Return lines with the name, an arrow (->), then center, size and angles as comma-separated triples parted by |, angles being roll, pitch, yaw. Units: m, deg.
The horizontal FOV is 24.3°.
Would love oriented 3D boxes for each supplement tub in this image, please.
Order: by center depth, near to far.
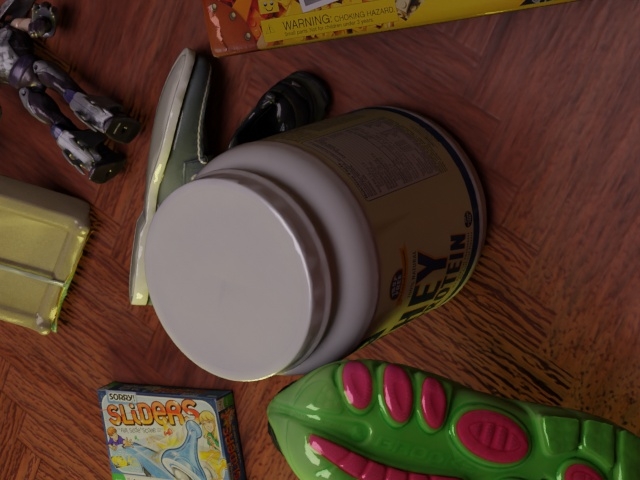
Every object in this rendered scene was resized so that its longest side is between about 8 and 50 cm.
supplement tub -> 0.000, 0.000, 1.517 | 0.235, 0.325, 0.235 | 11, 110, 32

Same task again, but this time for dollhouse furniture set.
dollhouse furniture set -> -0.458, -0.030, 1.951 | 0.302, 0.151, 0.197 | 18, 120, -14

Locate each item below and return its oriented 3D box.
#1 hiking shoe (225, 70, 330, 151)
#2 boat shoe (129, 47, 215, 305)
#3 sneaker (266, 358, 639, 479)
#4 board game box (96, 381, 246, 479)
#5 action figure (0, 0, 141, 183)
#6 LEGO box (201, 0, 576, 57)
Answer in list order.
hiking shoe -> -0.076, -0.085, 1.676 | 0.086, 0.114, 0.227 | 34, 120, 23
boat shoe -> -0.158, -0.070, 1.771 | 0.099, 0.116, 0.319 | 9, 106, -13
sneaker -> 0.162, 0.230, 1.485 | 0.185, 0.483, 0.202 | -66, 20, -10
board game box -> -0.191, 0.254, 1.907 | 0.201, 0.035, 0.136 | -1, 103, 35
action figure -> -0.350, -0.196, 1.842 | 0.285, 0.099, 0.185 | 38, 115, 16
LEGO box -> 0.109, -0.396, 1.406 | 0.500, 0.193, 0.372 | -4, 101, 36
